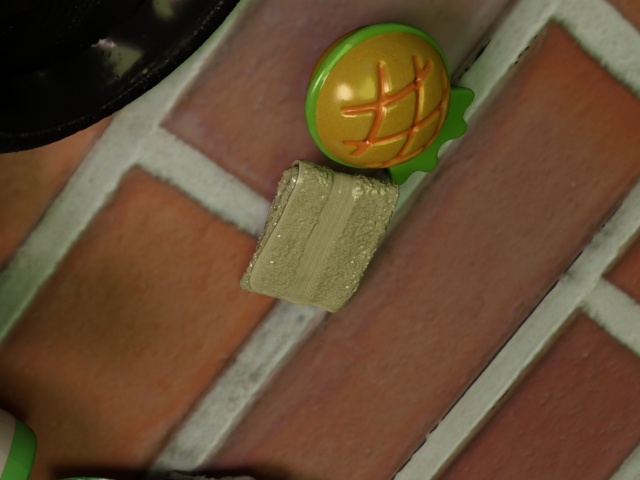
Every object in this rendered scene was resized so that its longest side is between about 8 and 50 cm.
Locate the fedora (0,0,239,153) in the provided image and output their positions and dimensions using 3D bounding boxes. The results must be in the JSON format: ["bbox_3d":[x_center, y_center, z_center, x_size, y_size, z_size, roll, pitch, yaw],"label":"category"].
[{"bbox_3d":[-0.172,-0.213,0.646,0.334,0.334,0.152,-39,80,3],"label":"fedora"}]

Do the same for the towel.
[{"bbox_3d":[0.000,0.000,0.846,0.110,0.027,0.148,12,125,-20],"label":"towel"}]

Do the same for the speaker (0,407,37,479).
[{"bbox_3d":[-0.388,0.154,0.772,0.296,0.131,0.131,27,103,-23],"label":"speaker"}]

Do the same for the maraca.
[{"bbox_3d":[0.060,-0.110,0.802,0.127,0.099,0.186,-48,141,13],"label":"maraca"}]

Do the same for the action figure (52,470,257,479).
[{"bbox_3d":[-0.131,0.266,0.917,0.232,0.063,0.137,-6,111,-8],"label":"action figure"}]
